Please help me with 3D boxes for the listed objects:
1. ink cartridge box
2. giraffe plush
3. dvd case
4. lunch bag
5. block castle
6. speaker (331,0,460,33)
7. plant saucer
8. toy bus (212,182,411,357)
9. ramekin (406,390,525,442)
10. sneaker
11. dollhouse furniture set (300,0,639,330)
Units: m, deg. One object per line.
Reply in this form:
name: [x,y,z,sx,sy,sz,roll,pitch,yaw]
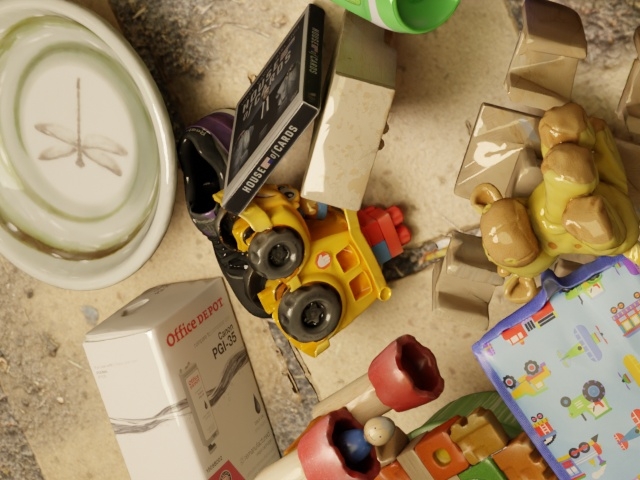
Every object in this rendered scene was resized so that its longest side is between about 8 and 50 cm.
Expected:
ink cartridge box: [-0.181,0.216,2.163,0.117,0.207,0.283,-11,104,27]
giraffe plush: [0.241,-0.025,1.725,0.171,0.181,0.210,-21,143,25]
dvd case: [-0.054,-0.161,1.954,0.030,0.238,0.179,28,122,-18]
lunch bag: [0.328,0.154,1.825,0.221,0.138,0.293,-33,106,14]
block castle: [0.153,0.350,1.828,0.213,0.303,0.453,-35,93,30]
speaker: [0.030,-0.334,1.843,0.296,0.131,0.131,35,124,43]
plant saucer: [-0.329,-0.136,2.147,0.401,0.100,0.400,13,114,30]
toy bus: [0.000,0.000,2.012,0.211,0.149,0.220,-33,119,-11]
ramekin: [0.222,0.339,2.055,0.303,0.148,0.303,9,113,22]
sneaker: [-0.125,-0.019,2.097,0.107,0.124,0.283,-10,104,28]
dollhouse furniture set: [0.193,-0.118,1.899,0.394,0.256,0.362,15,117,-3]
